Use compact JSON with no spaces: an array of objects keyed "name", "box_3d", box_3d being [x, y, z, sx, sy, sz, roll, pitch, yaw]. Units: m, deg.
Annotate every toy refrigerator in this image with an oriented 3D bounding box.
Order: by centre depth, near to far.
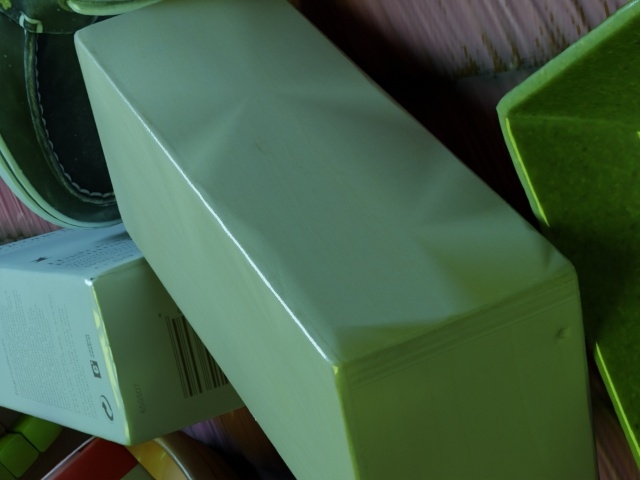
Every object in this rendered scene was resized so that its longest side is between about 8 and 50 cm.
[{"name":"toy refrigerator","box_3d":[0.000,0.000,0.675,0.269,0.094,0.102,48,155,53]}]

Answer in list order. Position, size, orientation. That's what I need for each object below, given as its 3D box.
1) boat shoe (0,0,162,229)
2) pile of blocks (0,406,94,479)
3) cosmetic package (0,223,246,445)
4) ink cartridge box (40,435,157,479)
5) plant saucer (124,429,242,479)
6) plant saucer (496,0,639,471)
[{"name":"boat shoe","box_3d":[-0.100,-0.145,0.789,0.119,0.121,0.335,42,139,52]},{"name":"pile of blocks","box_3d":[-0.164,0.193,1.105,0.112,0.149,0.362,-7,105,59]},{"name":"cosmetic package","box_3d":[-0.095,0.035,0.899,0.231,0.117,0.085,4,108,61]},{"name":"ink cartridge box","box_3d":[-0.099,0.184,0.890,0.231,0.078,0.134,46,147,5]},{"name":"plant saucer","box_3d":[-0.064,0.194,1.022,0.200,0.037,0.200,43,142,47]},{"name":"plant saucer","box_3d":[0.141,0.011,0.500,0.188,0.045,0.188,-37,72,63]}]
